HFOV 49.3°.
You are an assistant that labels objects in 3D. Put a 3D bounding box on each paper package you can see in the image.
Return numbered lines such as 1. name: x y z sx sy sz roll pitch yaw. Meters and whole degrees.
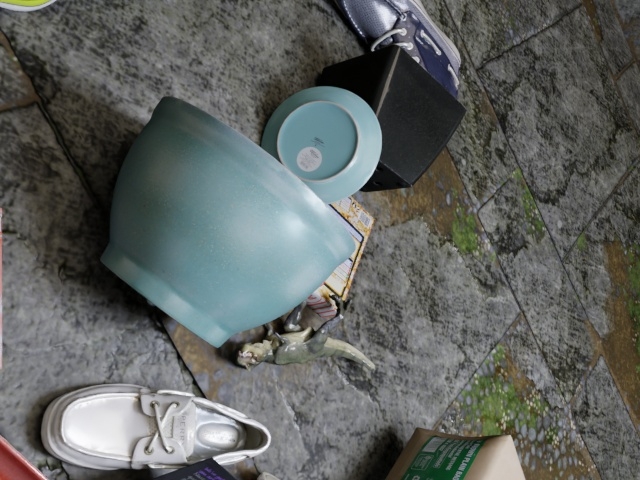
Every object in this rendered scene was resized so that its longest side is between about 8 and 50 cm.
1. paper package: 0.183 0.484 0.991 0.325 0.168 0.309 -41 118 -47

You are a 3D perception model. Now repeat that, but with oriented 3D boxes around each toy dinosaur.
1. toy dinosaur: -0.014 0.133 1.020 0.268 0.064 0.118 9 95 -38

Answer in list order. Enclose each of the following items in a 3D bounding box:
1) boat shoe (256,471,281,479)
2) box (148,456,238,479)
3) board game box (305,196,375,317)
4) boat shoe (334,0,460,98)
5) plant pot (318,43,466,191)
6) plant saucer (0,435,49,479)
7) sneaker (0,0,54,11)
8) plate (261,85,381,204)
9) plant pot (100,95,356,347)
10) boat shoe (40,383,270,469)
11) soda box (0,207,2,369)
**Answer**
1. boat shoe: -0.031 0.391 0.948 0.065 0.075 0.206 -46 118 -4
2. box: -0.184 0.355 0.696 0.270 0.143 0.165 -4 111 -47
3. board game box: 0.000 0.000 1.094 0.147 0.045 0.193 43 52 -27
4. boat shoe: 0.149 -0.353 1.282 0.341 0.127 0.158 28 52 -36
5. plant pot: 0.097 -0.184 1.157 0.187 0.188 0.166 33 69 -33
6. plant saucer: -0.412 0.255 0.620 0.258 0.048 0.259 53 49 -19
7. sneaker: -0.300 -0.363 0.859 0.300 0.121 0.111 -31 99 -44
8. plate: -0.002 -0.147 1.050 0.024 0.188 0.188 39 43 -75
9. plant pot: -0.132 0.001 0.830 0.293 0.293 0.196 42 78 -27
10. boat shoe: -0.179 0.218 0.819 0.277 0.096 0.098 15 68 -40
11. soda box: -0.357 0.048 0.689 0.058 0.063 0.183 22 47 -49
